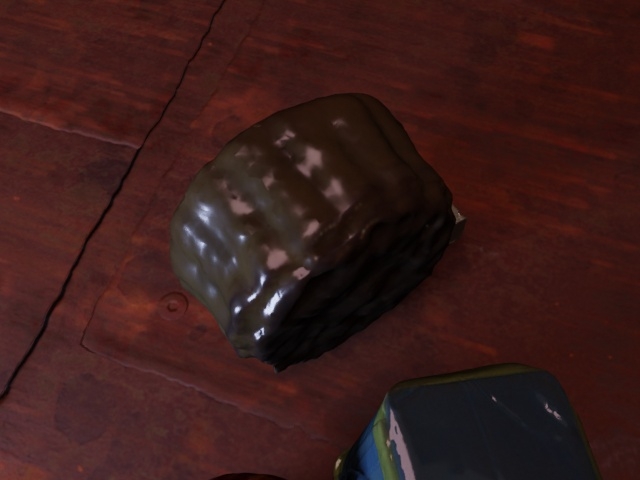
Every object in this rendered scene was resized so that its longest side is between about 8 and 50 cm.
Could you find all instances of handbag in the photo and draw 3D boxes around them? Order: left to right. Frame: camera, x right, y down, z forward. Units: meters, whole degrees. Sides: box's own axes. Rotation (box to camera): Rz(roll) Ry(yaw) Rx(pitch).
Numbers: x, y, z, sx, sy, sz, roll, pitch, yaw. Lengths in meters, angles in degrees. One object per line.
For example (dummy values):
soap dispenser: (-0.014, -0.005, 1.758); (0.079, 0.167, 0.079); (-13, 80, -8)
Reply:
handbag: (0.142, 0.274, 0.672); (0.223, 0.241, 0.262); (-10, 63, -14)

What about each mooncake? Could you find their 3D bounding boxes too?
mooncake: (-0.001, -0.001, 0.793); (0.324, 0.324, 0.187); (-33, 66, -12)

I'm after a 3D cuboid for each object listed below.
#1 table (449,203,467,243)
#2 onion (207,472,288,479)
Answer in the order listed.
table: (0.143, -0.032, 0.938); (0.079, 0.062, 0.083); (-27, 65, -10)
onion: (-0.093, 0.361, 0.643); (0.273, 0.285, 0.272); (-16, 66, 41)
